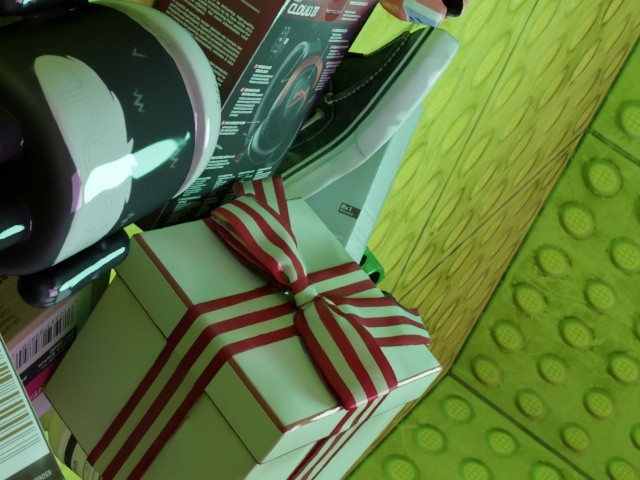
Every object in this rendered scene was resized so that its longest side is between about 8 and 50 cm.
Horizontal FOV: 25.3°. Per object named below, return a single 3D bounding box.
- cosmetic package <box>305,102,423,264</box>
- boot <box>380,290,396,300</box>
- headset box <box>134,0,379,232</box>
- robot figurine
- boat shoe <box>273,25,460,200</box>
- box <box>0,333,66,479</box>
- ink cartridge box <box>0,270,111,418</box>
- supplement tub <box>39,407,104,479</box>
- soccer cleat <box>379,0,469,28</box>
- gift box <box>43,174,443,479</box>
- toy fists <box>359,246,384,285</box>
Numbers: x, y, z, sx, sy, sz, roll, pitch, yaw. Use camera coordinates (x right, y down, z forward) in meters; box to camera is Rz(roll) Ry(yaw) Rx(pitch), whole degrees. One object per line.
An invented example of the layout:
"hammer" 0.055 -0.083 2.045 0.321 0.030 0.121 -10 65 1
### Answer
"cosmetic package" 0.019 -0.084 1.676 0.107 0.127 0.237 38 72 -75
"boot" -0.069 0.163 1.908 0.223 0.118 0.338 2 141 -49
"headset box" -0.077 -0.161 1.325 0.293 0.110 0.218 -58 165 18
"robot figurine" -0.195 -0.078 1.040 0.209 0.173 0.278 -51 170 37
"boat shoe" 0.010 -0.138 1.476 0.335 0.119 0.121 -37 -168 49
"box" -0.323 0.146 0.986 0.203 0.168 0.167 -21 -175 36
"ink cartridge box" -0.302 0.109 1.301 0.235 0.088 0.193 -44 162 -35
"supplement tub" -0.173 0.210 1.564 0.191 0.272 0.191 -48 165 -18
"soccer cleat" 0.154 -0.308 1.740 0.248 0.095 0.083 -30 153 -56
"gift box" -0.062 0.105 1.319 0.276 0.255 0.258 -22 155 -50
"toy fists" 0.000 0.000 1.895 0.096 0.142 0.279 -36 165 2
